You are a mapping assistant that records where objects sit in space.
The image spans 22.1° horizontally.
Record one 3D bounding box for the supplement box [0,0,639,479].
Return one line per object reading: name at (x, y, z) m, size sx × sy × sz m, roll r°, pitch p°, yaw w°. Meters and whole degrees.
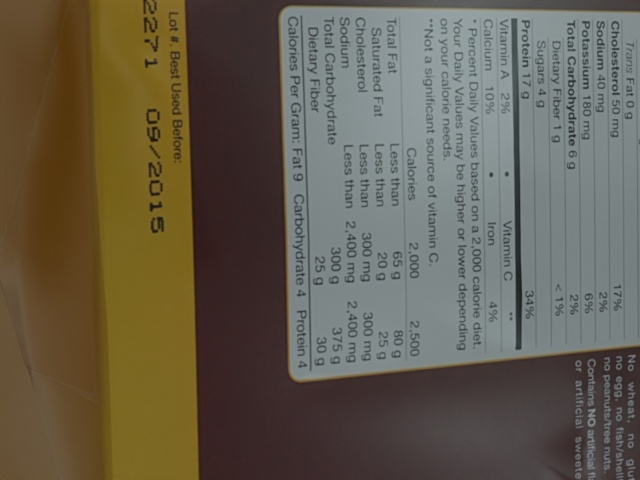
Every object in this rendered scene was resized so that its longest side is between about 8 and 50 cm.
supplement box at (0.000, 0.000, 0.428) m, size 0.191 × 0.194 × 0.129 m, roll 7°, pitch -81°, yaw 62°
